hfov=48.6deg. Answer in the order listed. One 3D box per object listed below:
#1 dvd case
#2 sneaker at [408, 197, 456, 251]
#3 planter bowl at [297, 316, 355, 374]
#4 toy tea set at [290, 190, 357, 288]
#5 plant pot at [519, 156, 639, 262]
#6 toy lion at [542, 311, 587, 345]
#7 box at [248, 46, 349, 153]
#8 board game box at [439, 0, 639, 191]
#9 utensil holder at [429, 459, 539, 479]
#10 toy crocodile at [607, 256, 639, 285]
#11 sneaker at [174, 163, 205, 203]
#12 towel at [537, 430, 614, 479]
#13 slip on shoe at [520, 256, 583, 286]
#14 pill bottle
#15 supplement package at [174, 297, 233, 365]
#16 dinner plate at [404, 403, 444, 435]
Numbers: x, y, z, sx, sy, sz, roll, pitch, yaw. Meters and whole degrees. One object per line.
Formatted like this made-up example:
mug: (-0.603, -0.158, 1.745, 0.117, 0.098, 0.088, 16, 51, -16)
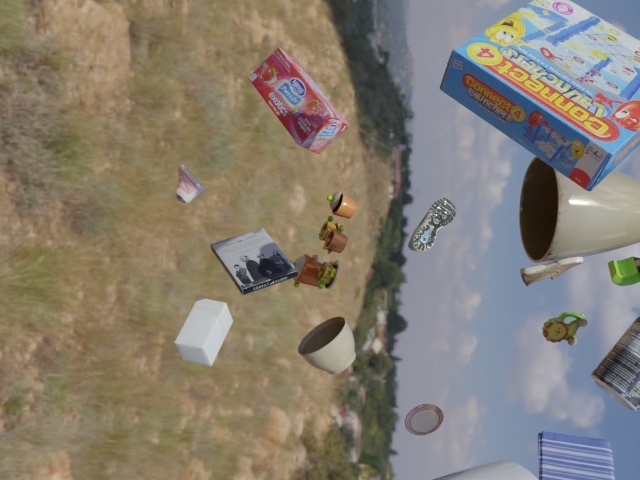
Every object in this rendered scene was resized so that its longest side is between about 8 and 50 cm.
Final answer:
dvd case: (-0.200, 0.057, 2.110, 0.238, 0.179, 0.029, 48, -32, 44)
sneaker: (0.257, -0.038, 1.684, 0.162, 0.063, 0.073, -48, -173, -20)
planter bowl: (0.032, 0.308, 1.998, 0.109, 0.162, 0.162, 55, 18, -15)
toy tea set: (0.000, 0.000, 2.254, 0.200, 0.124, 0.335, -30, -140, 63)
plant pot: (0.644, -0.071, 1.667, 0.256, 0.274, 0.256, -178, -90, -87)
toy lion: (0.642, 0.231, 1.879, 0.034, 0.096, 0.100, -75, -175, -65)
box: (-0.058, -0.369, 1.881, 0.256, 0.123, 0.128, 54, 16, 20)
board game box: (0.417, -0.266, 1.193, 0.302, 0.308, 0.086, -37, 156, -31)
utensil holder: (0.328, 0.710, 1.658, 0.328, 0.386, 0.327, 17, -70, 56)
toy crocodile: (0.828, 0.046, 1.597, 0.105, 0.341, 0.115, 22, 68, -42)
sneaker: (-0.342, -0.138, 1.767, 0.051, 0.070, 0.134, 47, -1, -43)
towel: (0.849, 0.788, 2.358, 0.336, 0.243, 0.040, -69, 159, -49)
slip on shoe: (0.511, 0.067, 1.558, 0.051, 0.136, 0.041, 26, 50, -79)
pill bottle: (0.761, 0.267, 1.659, 0.245, 0.130, 0.130, -50, 172, -1)
supplement package: (-0.366, 0.287, 2.234, 0.105, 0.105, 0.179, 80, 25, -47)
dinner plate: (0.359, 0.621, 2.445, 0.141, 0.141, 0.017, -78, 150, -57)
